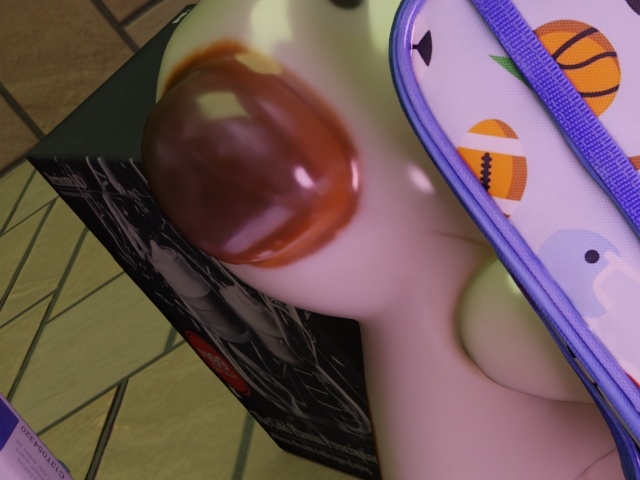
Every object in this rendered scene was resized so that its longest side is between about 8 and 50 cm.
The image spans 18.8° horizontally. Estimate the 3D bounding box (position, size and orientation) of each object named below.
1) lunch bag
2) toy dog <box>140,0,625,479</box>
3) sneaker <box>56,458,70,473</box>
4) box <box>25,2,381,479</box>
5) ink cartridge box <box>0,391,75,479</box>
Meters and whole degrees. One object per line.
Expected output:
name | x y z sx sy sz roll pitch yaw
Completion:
lunch bag | 0.181 -0.020 0.726 0.243 0.303 0.115 -35 -3 10
toy dog | 0.096 0.012 0.951 0.395 0.408 0.284 -25 22 37
sneaker | -0.248 0.222 1.677 0.084 0.069 0.185 -50 21 -17
box | 0.000 0.000 1.333 0.179 0.312 0.343 -44 18 -16
ink cartridge box | -0.324 0.230 1.382 0.330 0.324 0.071 -32 17 21
